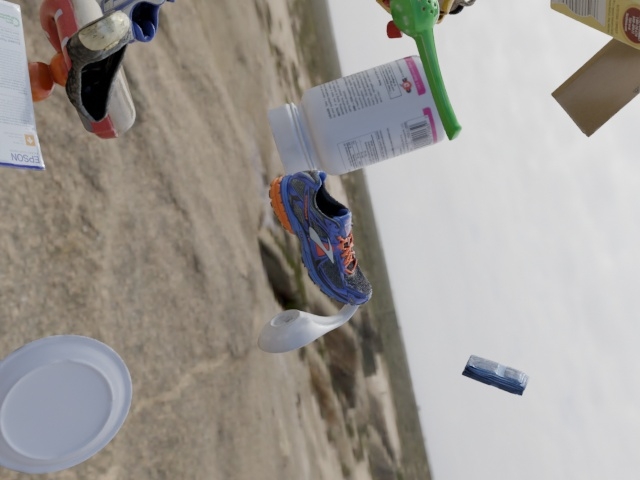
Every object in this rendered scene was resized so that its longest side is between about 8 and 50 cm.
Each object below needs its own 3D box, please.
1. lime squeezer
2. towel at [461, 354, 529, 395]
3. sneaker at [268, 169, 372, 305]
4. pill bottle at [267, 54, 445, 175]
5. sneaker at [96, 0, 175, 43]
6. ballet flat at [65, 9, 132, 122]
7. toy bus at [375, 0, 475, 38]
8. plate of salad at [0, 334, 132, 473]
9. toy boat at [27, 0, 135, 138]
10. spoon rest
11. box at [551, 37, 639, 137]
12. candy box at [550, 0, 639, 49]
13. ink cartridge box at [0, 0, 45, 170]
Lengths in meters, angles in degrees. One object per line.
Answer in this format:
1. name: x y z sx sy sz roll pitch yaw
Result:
1. lime squeezer: 0.073 -0.258 0.978 0.310 0.059 0.110 50 -20 20
2. towel: 0.330 0.250 1.662 0.067 0.120 0.029 -40 144 -61
3. sneaker: 0.013 -0.004 1.258 0.221 0.087 0.083 57 29 -12
4. pill bottle: 0.061 -0.207 1.545 0.160 0.283 0.160 -18 90 -87
5. sneaker: -0.374 -0.399 1.633 0.112 0.296 0.131 -30 82 -46
6. ballet flat: -0.185 -0.149 0.754 0.049 0.057 0.173 62 -21 0
7. toy bus: 0.212 -0.470 1.706 0.104 0.191 0.202 24 45 -54
8. plate of salad: -0.340 0.206 1.128 0.048 0.200 0.199 36 -36 54
9. toy boat: -0.356 -0.238 1.232 0.151 0.151 0.231 81 -11 -54
10. spoon rest: -0.014 0.170 1.918 0.137 0.276 0.084 15 -49 55
11. box: 0.561 -0.309 1.719 0.164 0.201 0.021 33 20 -44
12. candy box: 0.484 -0.329 1.167 0.316 0.183 0.087 38 -16 31
13. ink cartridge box: -0.433 -0.189 1.026 0.223 0.045 0.223 3 74 -59
